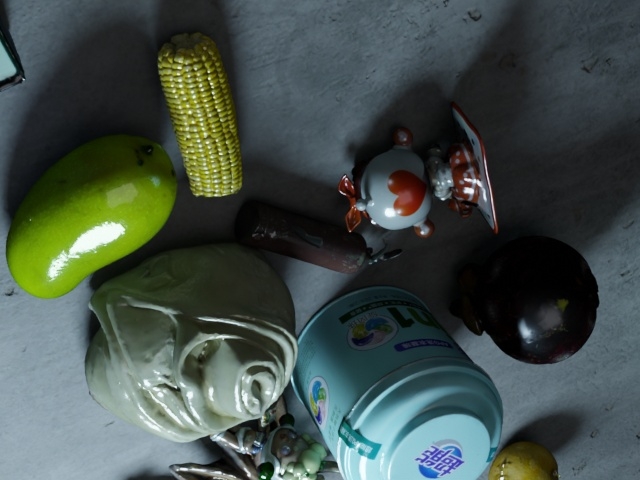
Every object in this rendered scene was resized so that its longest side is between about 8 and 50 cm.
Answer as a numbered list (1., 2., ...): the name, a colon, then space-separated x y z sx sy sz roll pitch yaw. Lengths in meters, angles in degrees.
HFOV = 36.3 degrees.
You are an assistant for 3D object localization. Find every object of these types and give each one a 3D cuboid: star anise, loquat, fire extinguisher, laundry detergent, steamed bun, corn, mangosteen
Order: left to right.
1. steamed bun: -0.186 0.175 1.488 0.324 0.219 0.310 -5 118 -20
2. corn: -0.165 -0.173 1.386 0.093 0.093 0.244 -20 125 -12
3. star anise: -0.100 0.434 1.725 0.349 0.109 0.292 -34 120 -19
4. fire extinguisher: 0.000 0.000 1.554 0.267 0.072 0.089 17 143 -30
5. laundry detergent: 0.131 0.271 1.624 0.287 0.305 0.287 -10 120 -18
6. mangosteen: 0.348 0.107 1.700 0.265 0.228 0.228 -12 130 28
7. loquat: 0.408 0.471 1.957 0.141 0.141 0.141 -10 120 -18

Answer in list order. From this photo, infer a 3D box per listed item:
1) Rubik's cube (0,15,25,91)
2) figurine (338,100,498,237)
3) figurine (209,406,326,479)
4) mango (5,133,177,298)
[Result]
1. Rubik's cube: -0.477 -0.254 1.163 0.183 0.167 0.180 -26 123 -10
2. figurine: 0.141 -0.083 1.545 0.226 0.160 0.183 -18 122 -3
3. figurine: -0.083 0.339 1.621 0.197 0.147 0.093 31 127 -3
4. mango: -0.326 -0.032 1.370 0.293 0.143 0.175 -41 131 15
